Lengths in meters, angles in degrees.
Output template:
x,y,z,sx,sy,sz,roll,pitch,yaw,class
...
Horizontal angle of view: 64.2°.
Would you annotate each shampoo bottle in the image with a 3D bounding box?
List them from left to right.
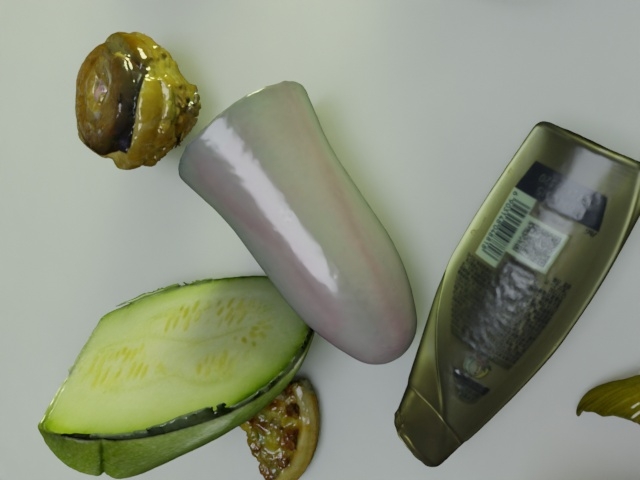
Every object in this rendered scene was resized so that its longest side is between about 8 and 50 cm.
x,y,z,sx,sy,sz,roll,pitch,yaw,class
0.171,0.068,0.494,0.125,0.084,0.351,34,114,27,shampoo bottle

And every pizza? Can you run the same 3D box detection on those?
x,y,z,sx,sy,sz,roll,pitch,yaw,class
-0.066,0.259,0.695,0.134,0.046,0.175,13,104,30,pizza

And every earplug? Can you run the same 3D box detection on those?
x,y,z,sx,sy,sz,roll,pitch,yaw,class
0.000,0.000,0.562,0.172,0.172,0.301,-40,83,30,earplug

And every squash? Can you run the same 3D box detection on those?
x,y,z,sx,sy,sz,roll,pitch,yaw,class
-0.161,0.146,0.634,0.210,0.234,0.309,36,127,-19,squash

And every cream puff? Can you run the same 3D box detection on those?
x,y,z,sx,sy,sz,roll,pitch,yaw,class
-0.245,-0.187,0.697,0.188,0.129,0.189,3,94,40,cream puff

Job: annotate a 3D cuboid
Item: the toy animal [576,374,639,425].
x,y,z,sx,sy,sz,roll,pitch,yaw,class
0.327,0.143,0.414,0.095,0.155,0.219,47,165,-9,toy animal
